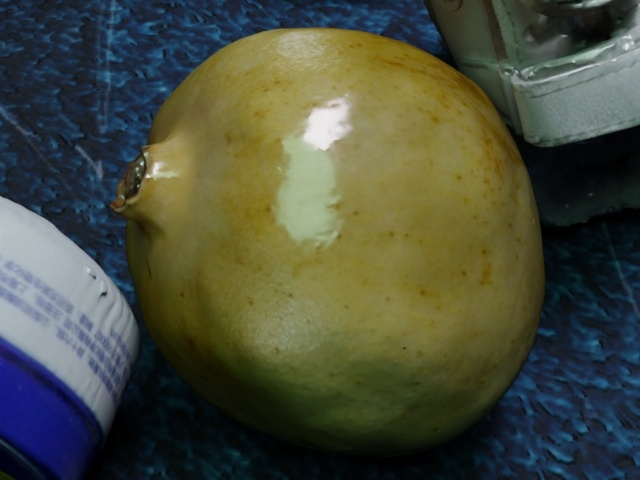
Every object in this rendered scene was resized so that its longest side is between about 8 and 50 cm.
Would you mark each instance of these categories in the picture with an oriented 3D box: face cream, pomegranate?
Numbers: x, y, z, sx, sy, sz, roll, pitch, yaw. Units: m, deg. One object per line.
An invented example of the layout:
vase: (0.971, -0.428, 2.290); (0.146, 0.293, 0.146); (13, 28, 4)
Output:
face cream: (-0.200, 0.052, 0.548); (0.206, 0.206, 0.111); (17, 59, 13)
pomegranate: (0.007, 0.000, 0.561); (0.233, 0.233, 0.233); (-2, 60, 3)

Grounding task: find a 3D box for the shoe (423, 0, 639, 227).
shoe: (0.140, -0.146, 0.568); (0.171, 0.351, 0.198); (-20, 66, 14)
